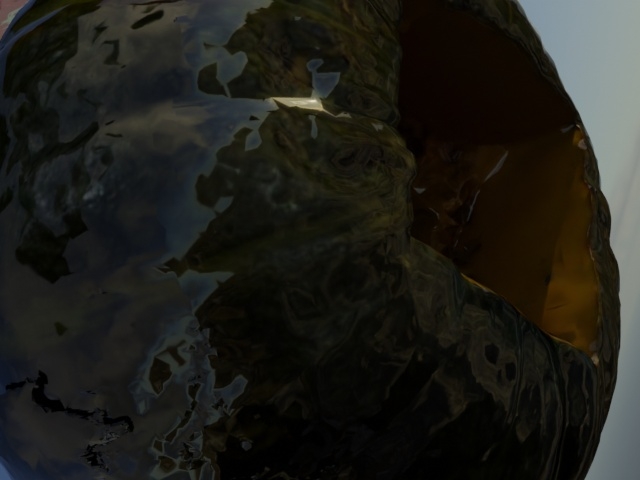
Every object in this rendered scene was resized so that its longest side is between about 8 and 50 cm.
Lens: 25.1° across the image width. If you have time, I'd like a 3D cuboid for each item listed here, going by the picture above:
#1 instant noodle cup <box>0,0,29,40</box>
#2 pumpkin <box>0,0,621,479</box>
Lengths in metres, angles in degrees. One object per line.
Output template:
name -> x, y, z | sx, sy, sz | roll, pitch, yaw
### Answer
instant noodle cup -> -0.211, -0.057, 0.954 | 0.243, 0.242, 0.231 | -63, -39, -42
pumpkin -> 0.000, 0.000, 0.589 | 0.320, 0.192, 0.321 | 32, -131, -46
